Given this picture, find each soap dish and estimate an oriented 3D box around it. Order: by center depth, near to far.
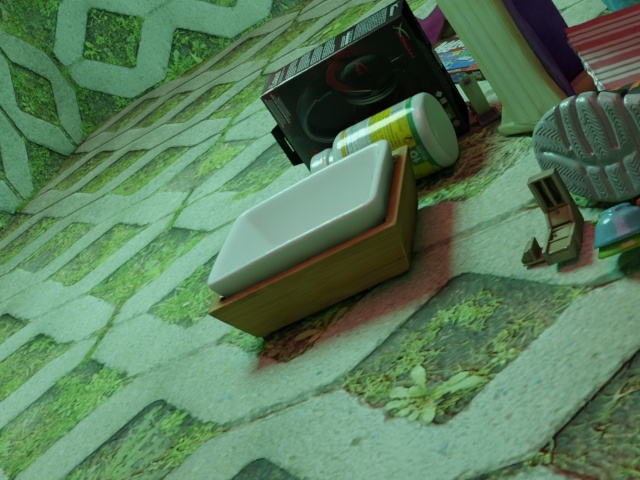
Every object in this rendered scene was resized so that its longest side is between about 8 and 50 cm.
[{"bbox_3d":[0.000,0.000,1.315,0.291,0.118,0.229,-26,23,22],"label":"soap dish"}]

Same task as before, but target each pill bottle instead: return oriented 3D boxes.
[{"bbox_3d":[0.093,-0.130,1.455,0.208,0.117,0.117,-23,24,27],"label":"pill bottle"}]

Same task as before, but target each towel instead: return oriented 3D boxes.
[{"bbox_3d":[0.392,-0.233,1.174,0.144,0.029,0.197,-18,36,9],"label":"towel"}]

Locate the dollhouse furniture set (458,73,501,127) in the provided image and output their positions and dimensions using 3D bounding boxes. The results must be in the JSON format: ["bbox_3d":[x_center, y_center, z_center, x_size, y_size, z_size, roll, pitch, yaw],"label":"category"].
[{"bbox_3d":[0.272,-0.249,1.491,0.114,0.081,0.091,-31,21,11],"label":"dollhouse furniture set"}]

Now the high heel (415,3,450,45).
[{"bbox_3d":[0.277,-0.468,2.002,0.244,0.082,0.117,-29,49,-25],"label":"high heel"}]

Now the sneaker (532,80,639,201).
[{"bbox_3d":[0.392,-0.136,1.036,0.180,0.125,0.321,-26,9,-35],"label":"sneaker"}]

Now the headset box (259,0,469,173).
[{"bbox_3d":[0.060,-0.216,1.549,0.293,0.218,0.110,-26,23,20],"label":"headset box"}]

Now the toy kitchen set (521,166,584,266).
[{"bbox_3d":[0.239,-0.020,1.055,0.068,0.075,0.083,-23,20,31],"label":"toy kitchen set"}]

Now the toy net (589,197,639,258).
[{"bbox_3d":[0.382,-0.046,0.957,0.232,0.045,0.122,-24,-6,20],"label":"toy net"}]

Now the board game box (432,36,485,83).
[{"bbox_3d":[0.261,-0.336,1.774,0.145,0.027,0.281,-42,22,-21],"label":"board game box"}]

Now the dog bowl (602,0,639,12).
[{"bbox_3d":[0.561,-0.448,1.496,0.297,0.074,0.166,-37,21,-4],"label":"dog bowl"}]

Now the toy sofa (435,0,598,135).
[{"bbox_3d":[0.252,-0.328,1.302,0.150,0.362,0.177,-42,15,-19],"label":"toy sofa"}]
